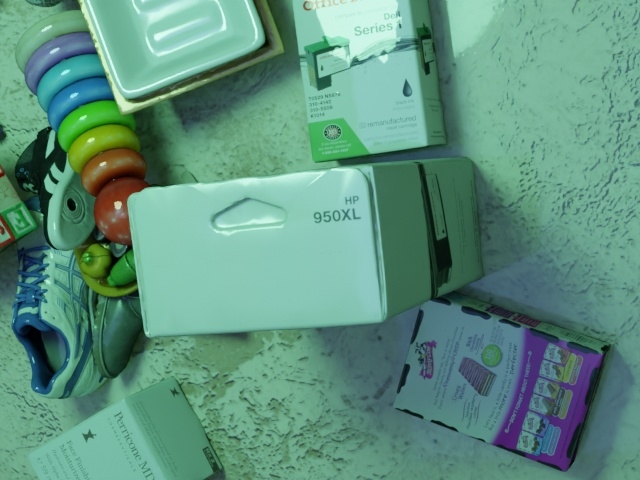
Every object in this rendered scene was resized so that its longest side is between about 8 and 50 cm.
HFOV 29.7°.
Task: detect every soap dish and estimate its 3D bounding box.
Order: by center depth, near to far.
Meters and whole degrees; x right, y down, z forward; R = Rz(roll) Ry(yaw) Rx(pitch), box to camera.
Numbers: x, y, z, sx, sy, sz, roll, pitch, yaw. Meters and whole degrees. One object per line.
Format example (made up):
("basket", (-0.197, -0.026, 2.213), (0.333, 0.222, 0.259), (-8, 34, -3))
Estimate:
("soap dish", (-0.199, -0.334, 1.580), (0.228, 0.118, 0.291), (-21, 86, 5))

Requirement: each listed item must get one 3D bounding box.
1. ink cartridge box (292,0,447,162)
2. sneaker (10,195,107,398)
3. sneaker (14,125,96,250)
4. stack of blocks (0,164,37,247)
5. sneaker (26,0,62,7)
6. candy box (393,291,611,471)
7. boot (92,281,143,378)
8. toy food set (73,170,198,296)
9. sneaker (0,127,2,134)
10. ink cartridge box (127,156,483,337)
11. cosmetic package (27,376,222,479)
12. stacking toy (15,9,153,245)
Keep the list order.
("ink cartridge box", (0.061, -0.218, 1.524), (0.160, 0.092, 0.219), (-7, 92, 22))
("sneaker", (-0.381, 0.079, 1.708), (0.111, 0.131, 0.297), (-19, 86, 24))
("sneaker", (-0.377, -0.066, 1.689), (0.121, 0.079, 0.217), (-17, 51, 27))
("stack of blocks", (-0.553, -0.024, 1.724), (0.297, 0.087, 0.171), (-28, 95, 41))
("sneaker", (-0.421, -0.509, 1.673), (0.210, 0.137, 0.366), (7, 93, 22))
("candy box", (0.224, 0.169, 1.505), (0.233, 0.071, 0.159), (19, 102, 19))
("boot", (-0.209, 0.109, 1.679), (0.208, 0.076, 0.190), (5, 96, 15))
("toy food set", (-0.251, -0.014, 1.645), (0.218, 0.071, 0.128), (-31, 66, 9))
("sneaker", (-0.533, -0.116, 1.787), (0.071, 0.068, 0.170), (40, 111, 1))
("ink cartridge box", (0.000, 0.000, 1.405), (0.285, 0.395, 0.166), (-6, 92, 22))
("cosmetic package", (-0.268, 0.306, 1.670), (0.183, 0.151, 0.151), (-32, 84, 21))
("stacking toy", (-0.295, -0.139, 1.609), (0.141, 0.141, 0.330), (-32, 68, 21))
